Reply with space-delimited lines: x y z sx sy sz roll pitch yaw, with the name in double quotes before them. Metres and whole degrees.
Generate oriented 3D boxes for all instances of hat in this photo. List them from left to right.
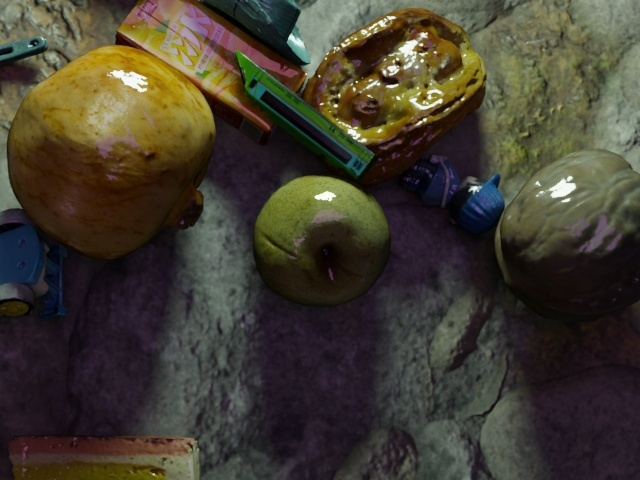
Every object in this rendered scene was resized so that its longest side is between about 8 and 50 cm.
"hat" -0.075 -0.295 1.365 0.191 0.138 0.078 34 105 0

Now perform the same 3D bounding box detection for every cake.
"cake" -0.244 0.279 1.287 0.225 0.090 0.109 -2 83 8

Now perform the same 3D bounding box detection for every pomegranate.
"pomegranate" -0.230 -0.098 1.262 0.248 0.248 0.248 2 80 -10

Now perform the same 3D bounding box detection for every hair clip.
"hair clip" -0.443 -0.218 1.332 0.230 0.070 0.039 -13 80 -20

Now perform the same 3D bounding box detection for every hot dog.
"hot dog" 0.098 -0.189 1.386 0.259 0.114 0.175 -40 77 -14

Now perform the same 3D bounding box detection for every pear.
"pear" 0.000 0.000 1.324 0.167 0.136 0.167 -7 122 -12

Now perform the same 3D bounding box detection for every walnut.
"walnut" 0.316 0.000 1.350 0.224 0.224 0.224 2 80 -10

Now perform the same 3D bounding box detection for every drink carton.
"drink carton" -0.134 -0.222 1.375 0.223 0.071 0.096 33 77 -3

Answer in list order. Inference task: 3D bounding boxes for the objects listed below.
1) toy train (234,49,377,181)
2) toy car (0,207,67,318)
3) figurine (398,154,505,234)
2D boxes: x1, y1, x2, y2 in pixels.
"toy train" -0.029 -0.145 1.311 0.209 0.044 0.042 38 92 7
"toy car" -0.376 0.051 1.287 0.161 0.098 0.126 -19 55 14
"figurine" 0.169 -0.060 1.403 0.136 0.079 0.077 20 119 -11
